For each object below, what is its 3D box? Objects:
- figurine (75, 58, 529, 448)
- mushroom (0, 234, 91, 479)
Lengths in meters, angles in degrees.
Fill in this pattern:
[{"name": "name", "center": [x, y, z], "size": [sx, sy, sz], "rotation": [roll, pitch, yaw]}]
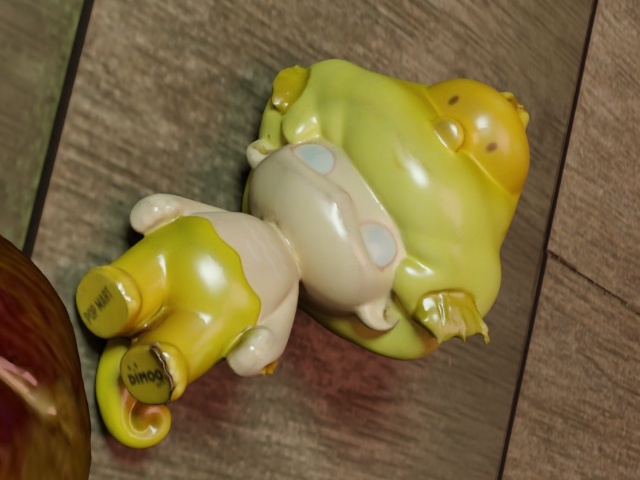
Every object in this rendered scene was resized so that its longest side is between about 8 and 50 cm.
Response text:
[{"name": "figurine", "center": [0.000, 0.000, 0.797], "size": [0.246, 0.131, 0.156], "rotation": [-24, 77, -39]}, {"name": "mushroom", "center": [-0.168, 0.076, 0.380], "size": [0.267, 0.267, 0.254], "rotation": [-67, 150, -25]}]
